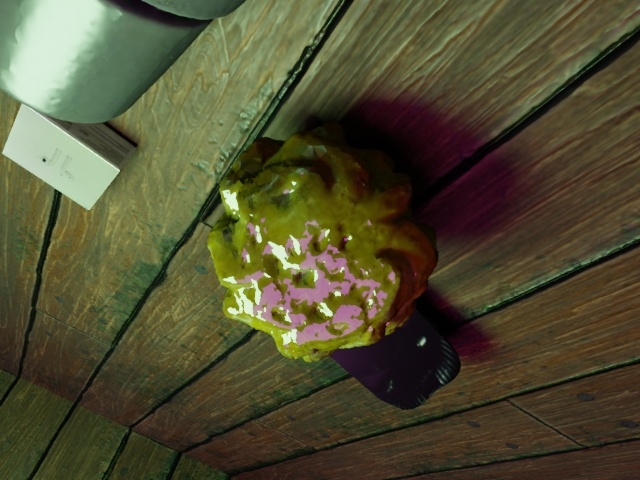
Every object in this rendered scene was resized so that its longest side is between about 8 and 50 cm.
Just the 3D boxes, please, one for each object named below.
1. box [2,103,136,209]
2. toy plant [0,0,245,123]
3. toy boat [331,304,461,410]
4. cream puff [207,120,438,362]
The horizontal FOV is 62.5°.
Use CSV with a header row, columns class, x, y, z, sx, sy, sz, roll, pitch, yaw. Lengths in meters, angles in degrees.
class,x,y,z,sx,sy,sz,roll,pitch,yaw
box,-0.330,-0.119,0.692,0.130,0.051,0.129,38,139,-21
toy plant,-0.101,-0.253,0.326,0.400,0.185,0.279,-33,99,38
toy boat,0.067,0.107,0.754,0.134,0.092,0.299,-39,109,11
cream puff,0.000,0.006,0.561,0.244,0.244,0.196,1,166,24
